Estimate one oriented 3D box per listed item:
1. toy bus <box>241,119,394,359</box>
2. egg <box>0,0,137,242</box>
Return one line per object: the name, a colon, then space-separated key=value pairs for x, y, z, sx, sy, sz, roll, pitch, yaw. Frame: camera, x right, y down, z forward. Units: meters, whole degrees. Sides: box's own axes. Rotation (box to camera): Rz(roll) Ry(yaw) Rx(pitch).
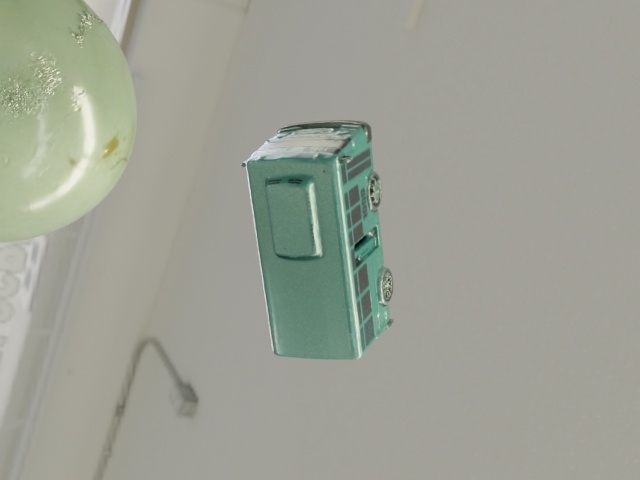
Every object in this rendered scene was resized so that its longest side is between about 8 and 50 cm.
toy bus: x=0.000 y=0.000 z=1.084 sx=0.128 sy=0.147 sz=0.256 roll=0 pitch=-71 yaw=23
egg: x=-0.252 y=-0.108 z=0.640 sx=0.282 sy=0.203 sz=0.203 roll=23 pitch=-76 yaw=22
